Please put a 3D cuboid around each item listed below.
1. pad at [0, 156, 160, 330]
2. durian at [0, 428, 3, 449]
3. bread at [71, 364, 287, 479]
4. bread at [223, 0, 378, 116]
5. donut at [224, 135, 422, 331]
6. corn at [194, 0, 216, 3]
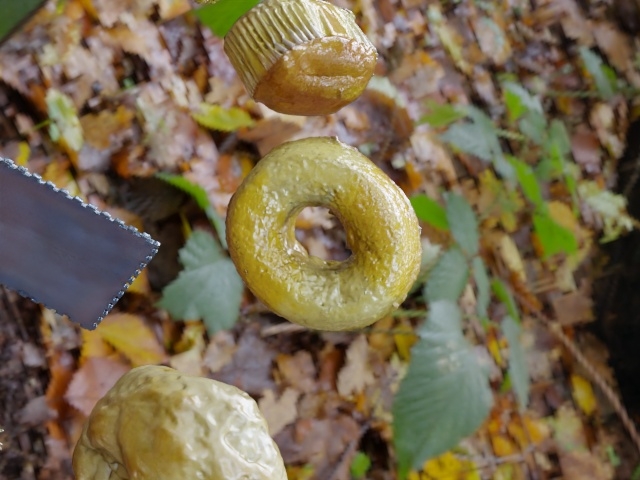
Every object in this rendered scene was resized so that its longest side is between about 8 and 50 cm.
[{"bbox_3d":[-0.385,0.008,1.624,0.269,0.269,0.012,30,47,-16],"label":"pad"},{"bbox_3d":[-0.510,0.280,1.506,0.172,0.166,0.306,-45,136,-46],"label":"durian"},{"bbox_3d":[-0.149,0.234,1.166,0.134,0.244,0.244,-23,93,-41],"label":"bread"},{"bbox_3d":[-0.017,-0.224,1.456,0.190,0.132,0.114,-5,56,-48],"label":"bread"},{"bbox_3d":[0.000,0.000,1.008,0.178,0.162,0.065,35,11,4],"label":"donut"},{"bbox_3d":[-0.190,-0.283,0.879,0.318,0.115,0.115,28,33,2],"label":"corn"}]
